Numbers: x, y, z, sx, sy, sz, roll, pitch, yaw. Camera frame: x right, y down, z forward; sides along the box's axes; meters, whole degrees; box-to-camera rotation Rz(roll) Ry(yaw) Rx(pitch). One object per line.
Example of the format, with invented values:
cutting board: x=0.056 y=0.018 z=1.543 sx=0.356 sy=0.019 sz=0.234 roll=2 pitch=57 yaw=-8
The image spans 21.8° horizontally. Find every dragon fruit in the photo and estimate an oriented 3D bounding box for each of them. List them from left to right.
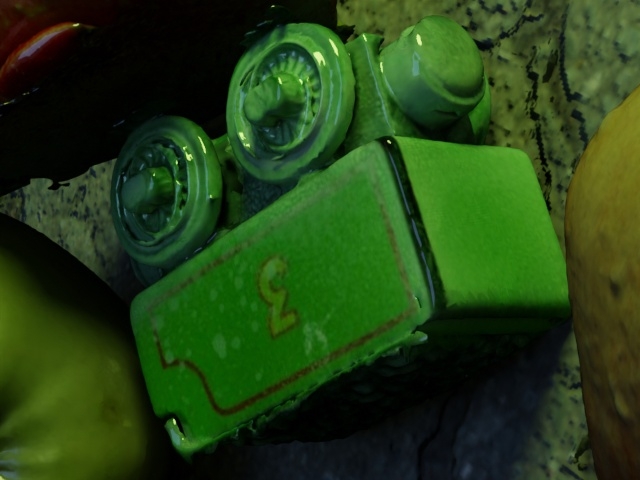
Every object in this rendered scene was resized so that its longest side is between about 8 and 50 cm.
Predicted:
dragon fruit: x=-0.108 y=-0.123 z=0.884 sx=0.295 sy=0.268 sz=0.130 roll=-26 pitch=75 yaw=14

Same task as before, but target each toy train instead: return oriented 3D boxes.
toy train: x=0.000 y=0.000 z=0.827 sx=0.243 sy=0.132 sz=0.188 roll=-31 pitch=67 yaw=41

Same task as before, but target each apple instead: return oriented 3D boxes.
apple: x=-0.225 y=0.118 z=0.927 sx=0.254 sy=0.292 sz=0.291 roll=-3 pitch=78 yaw=66

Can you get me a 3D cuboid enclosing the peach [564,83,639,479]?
peach: x=0.167 y=0.033 z=0.550 sx=0.232 sy=0.232 sz=0.232 roll=-16 pitch=69 yaw=47
